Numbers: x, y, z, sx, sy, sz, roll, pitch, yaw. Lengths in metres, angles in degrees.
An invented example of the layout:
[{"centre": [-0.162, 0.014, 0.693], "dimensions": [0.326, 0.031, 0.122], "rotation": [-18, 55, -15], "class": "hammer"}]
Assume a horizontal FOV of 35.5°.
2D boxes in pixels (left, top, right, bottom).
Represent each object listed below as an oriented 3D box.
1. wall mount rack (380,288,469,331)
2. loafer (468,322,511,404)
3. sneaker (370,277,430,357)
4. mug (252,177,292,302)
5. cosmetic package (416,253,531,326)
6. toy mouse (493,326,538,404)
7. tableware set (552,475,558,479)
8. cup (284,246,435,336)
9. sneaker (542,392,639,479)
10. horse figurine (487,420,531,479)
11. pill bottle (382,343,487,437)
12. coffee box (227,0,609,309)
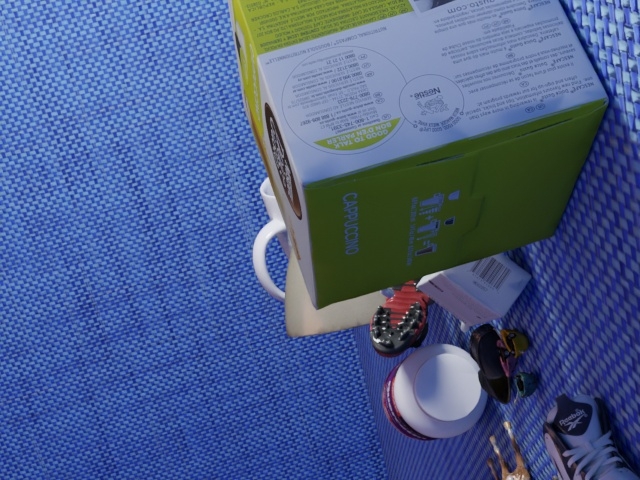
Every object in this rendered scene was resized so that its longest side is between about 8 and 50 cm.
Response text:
[{"centre": [0.197, 0.022, 1.854], "dimensions": [0.304, 0.130, 0.350], "rotation": [22, -140, -46], "class": "wall mount rack"}, {"centre": [0.298, 0.211, 1.708], "dimensions": [0.061, 0.062, 0.170], "rotation": [56, 172, 50], "class": "loafer"}, {"centre": [0.154, 0.165, 1.903], "dimensions": [0.276, 0.098, 0.135], "rotation": [-59, -27, -63], "class": "sneaker"}, {"centre": [0.000, 0.000, 2.404], "dimensions": [0.276, 0.374, 0.328], "rotation": [12, 127, 54], "class": "mug"}, {"centre": [0.233, 0.065, 1.557], "dimensions": [0.117, 0.085, 0.231], "rotation": [37, 170, 3], "class": "cosmetic package"}, {"centre": [0.317, 0.201, 1.604], "dimensions": [0.161, 0.031, 0.143], "rotation": [-120, 15, -67], "class": "toy mouse"}, {"centre": [0.391, 0.417, 1.484], "dimensions": [0.128, 0.039, 0.194], "rotation": [57, 172, 29], "class": "tableware set"}, {"centre": [0.061, 0.056, 2.171], "dimensions": [0.331, 0.331, 0.236], "rotation": [166, 90, -84], "class": "cup"}, {"centre": [0.341, 0.272, 1.267], "dimensions": [0.235, 0.094, 0.153], "rotation": [-33, -81, -86], "class": "sneaker"}, {"centre": [0.349, 0.456, 1.830], "dimensions": [0.263, 0.066, 0.174], "rotation": [83, 174, -51], "class": "horse figurine"}, {"centre": [0.226, 0.304, 1.988], "dimensions": [0.323, 0.182, 0.181], "rotation": [100, 154, -77], "class": "pill bottle"}, {"centre": [0.096, -0.162, 1.214], "dimensions": [0.337, 0.338, 0.334], "rotation": [86, 167, -64], "class": "coffee box"}]
